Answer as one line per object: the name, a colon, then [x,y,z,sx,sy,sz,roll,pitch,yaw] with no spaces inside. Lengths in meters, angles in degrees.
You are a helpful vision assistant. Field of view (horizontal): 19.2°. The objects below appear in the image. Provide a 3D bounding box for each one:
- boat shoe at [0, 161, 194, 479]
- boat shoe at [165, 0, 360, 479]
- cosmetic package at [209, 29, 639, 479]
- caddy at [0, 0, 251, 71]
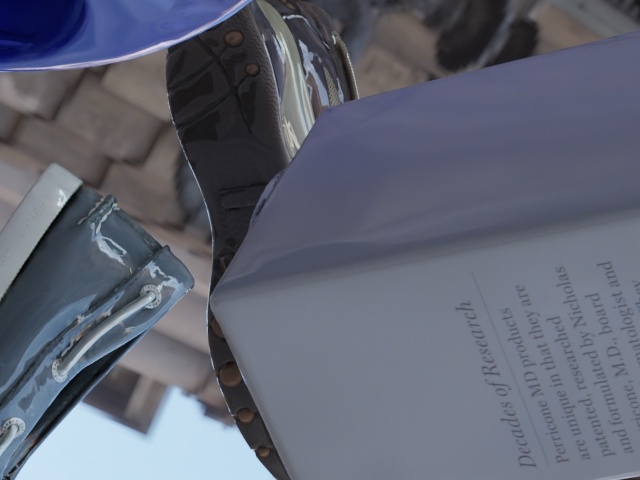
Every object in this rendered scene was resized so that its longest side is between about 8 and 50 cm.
boat shoe: [-0.169,0.119,0.892,0.319,0.099,0.116,-61,-173,-13]
boat shoe: [0.000,0.000,1.299,0.132,0.130,0.355,2,-75,44]
cosmetic package: [0.100,-0.002,0.509,0.231,0.085,0.117,-13,-155,26]
caddy: [-0.131,-0.192,0.487,0.241,0.341,0.179,-26,-146,33]
